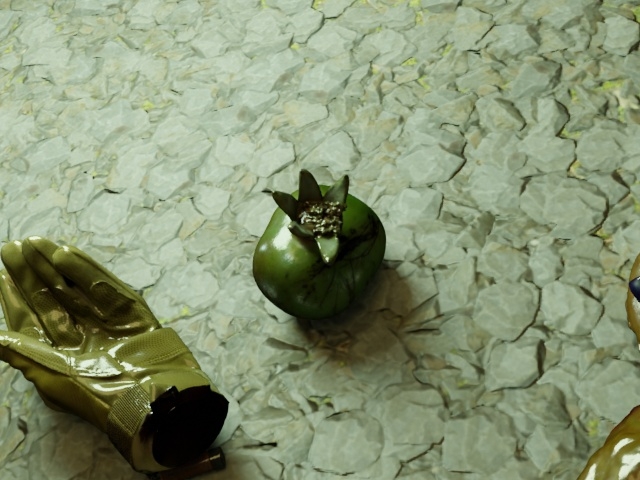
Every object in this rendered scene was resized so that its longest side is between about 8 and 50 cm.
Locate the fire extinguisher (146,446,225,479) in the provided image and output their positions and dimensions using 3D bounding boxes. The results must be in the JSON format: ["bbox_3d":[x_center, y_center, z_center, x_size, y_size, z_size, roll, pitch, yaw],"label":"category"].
[{"bbox_3d":[-0.141,0.233,0.936,0.083,0.022,0.028,-17,88,2],"label":"fire extinguisher"}]

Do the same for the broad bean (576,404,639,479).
[{"bbox_3d":[0.307,0.218,0.771,0.228,0.156,0.122,-40,12,-8],"label":"broad bean"}]

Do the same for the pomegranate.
[{"bbox_3d":[0.000,0.000,0.973,0.131,0.191,0.152,24,63,10],"label":"pomegranate"}]

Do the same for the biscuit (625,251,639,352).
[{"bbox_3d":[0.442,0.059,0.908,0.262,0.037,0.262,-7,53,9],"label":"biscuit"}]

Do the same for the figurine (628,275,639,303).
[{"bbox_3d":[0.389,0.176,0.646,0.193,0.154,0.421,-39,86,-23],"label":"figurine"}]

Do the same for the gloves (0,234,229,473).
[{"bbox_3d":[-0.243,0.119,0.977,0.331,0.141,0.154,33,82,31],"label":"gloves"}]
